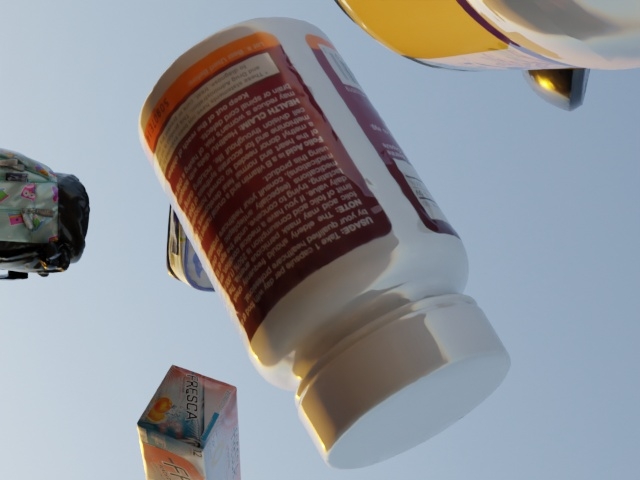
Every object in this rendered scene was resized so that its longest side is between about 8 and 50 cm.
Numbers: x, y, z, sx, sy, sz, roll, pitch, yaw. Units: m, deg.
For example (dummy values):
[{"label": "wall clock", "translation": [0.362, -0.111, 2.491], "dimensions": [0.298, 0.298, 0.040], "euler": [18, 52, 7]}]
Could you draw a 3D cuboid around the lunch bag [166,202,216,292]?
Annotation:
[{"label": "lunch bag", "translation": [-0.118, -0.042, 1.528], "dimensions": [0.090, 0.176, 0.219], "euler": [16, -76, 62]}]

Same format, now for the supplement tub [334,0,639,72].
[{"label": "supplement tub", "translation": [0.128, -0.233, 0.758], "dimensions": [0.331, 0.241, 0.241], "euler": [-152, -116, -74]}]

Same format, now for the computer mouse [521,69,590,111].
[{"label": "computer mouse", "translation": [0.240, -0.221, 1.133], "dimensions": [0.072, 0.272, 0.189], "euler": [10, -55, 14]}]

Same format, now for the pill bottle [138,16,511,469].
[{"label": "pill bottle", "translation": [0.000, 0.000, 1.077], "dimensions": [0.224, 0.224, 0.392], "euler": [-51, -123, 37]}]

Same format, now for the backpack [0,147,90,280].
[{"label": "backpack", "translation": [-0.307, -0.029, 1.007], "dimensions": [0.152, 0.182, 0.115], "euler": [157, -61, -63]}]

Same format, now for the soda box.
[{"label": "soda box", "translation": [-0.102, 0.182, 0.920], "dimensions": [0.058, 0.063, 0.183], "euler": [17, -39, 13]}]
